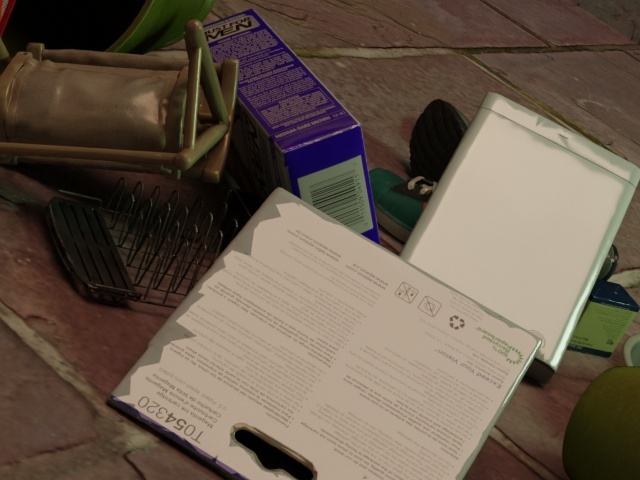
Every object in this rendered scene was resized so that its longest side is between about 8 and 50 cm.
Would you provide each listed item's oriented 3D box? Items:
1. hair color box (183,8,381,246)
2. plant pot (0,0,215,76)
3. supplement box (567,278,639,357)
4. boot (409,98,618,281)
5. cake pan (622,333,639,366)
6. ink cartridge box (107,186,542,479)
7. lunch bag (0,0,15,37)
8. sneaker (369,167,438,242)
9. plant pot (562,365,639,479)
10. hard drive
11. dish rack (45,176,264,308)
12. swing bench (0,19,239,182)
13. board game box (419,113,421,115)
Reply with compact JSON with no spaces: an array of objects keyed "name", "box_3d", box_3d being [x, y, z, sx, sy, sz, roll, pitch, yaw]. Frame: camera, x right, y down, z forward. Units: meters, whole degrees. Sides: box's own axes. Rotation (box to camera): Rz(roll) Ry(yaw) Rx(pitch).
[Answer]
[{"name":"hair color box","box_3d":[-0.051,-0.126,1.921,0.110,0.185,0.339,-20,37,-13]},{"name":"plant pot","box_3d":[-0.301,-0.381,2.094,0.366,0.366,0.353,33,11,14]},{"name":"supplement box","box_3d":[0.355,0.098,2.053,0.083,0.083,0.056,13,27,-30]},{"name":"boot","box_3d":[0.279,-0.061,2.304,0.222,0.118,0.338,12,38,-38]},{"name":"cake pan","box_3d":[0.480,0.217,1.874,0.293,0.054,0.293,23,23,-10]},{"name":"ink cartridge box","box_3d":[0.008,0.139,1.550,0.324,0.071,0.330,31,53,9]},{"name":"lunch bag","box_3d":[-0.434,-0.314,1.814,0.120,0.293,0.258,0,38,-44]},{"name":"sneaker","box_3d":[0.193,-0.031,2.105,0.302,0.121,0.108,32,23,13]},{"name":"plant pot","box_3d":[0.406,0.246,1.621,0.293,0.275,0.274,24,17,38]},{"name":"hard drive","box_3d":[0.249,-0.013,1.994,0.233,0.047,0.353,28,55,3]},{"name":"dish rack","box_3d":[-0.160,0.005,1.712,0.271,0.074,0.208,12,26,-30]},{"name":"swing bench","box_3d":[-0.237,-0.150,1.724,0.253,0.165,0.254,5,-4,6]},{"name":"board game box","box_3d":[0.216,-0.153,2.507,0.133,0.033,0.169,19,18,-5]}]
